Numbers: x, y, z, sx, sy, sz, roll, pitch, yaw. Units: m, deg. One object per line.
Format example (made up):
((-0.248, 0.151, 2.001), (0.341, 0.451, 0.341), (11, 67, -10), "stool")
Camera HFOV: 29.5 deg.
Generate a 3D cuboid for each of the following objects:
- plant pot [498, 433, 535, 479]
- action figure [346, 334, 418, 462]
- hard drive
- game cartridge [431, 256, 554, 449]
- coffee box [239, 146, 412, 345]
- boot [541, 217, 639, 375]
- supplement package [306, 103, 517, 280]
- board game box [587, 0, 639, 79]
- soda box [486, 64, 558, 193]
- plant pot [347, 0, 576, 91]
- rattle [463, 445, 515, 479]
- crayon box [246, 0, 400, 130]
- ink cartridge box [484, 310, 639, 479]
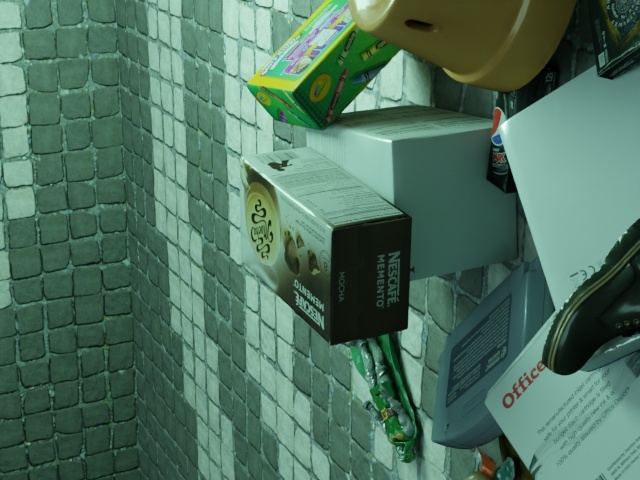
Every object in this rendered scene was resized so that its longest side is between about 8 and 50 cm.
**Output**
((0.299, 0.324, 1.634), (0.236, 0.032, 0.236), (159, 90, -78), "plant pot")
((0.112, 0.266, 2.060), (0.137, 0.063, 0.232), (-48, 59, 55), "action figure")
((0.331, -0.040, 1.361), (0.210, 0.040, 0.318), (-32, 58, 34), "hard drive")
((0.236, 0.172, 1.671), (0.297, 0.062, 0.198), (125, 155, -57), "game cartridge")
((0.000, 0.000, 1.659), (0.297, 0.119, 0.168), (40, 134, 54), "coffee box")
((0.330, 0.088, 1.251), (0.137, 0.077, 0.198), (44, 110, 36), "boot")
((0.126, -0.076, 1.741), (0.263, 0.198, 0.199), (24, 121, 61), "supplement package")
((0.344, -0.289, 1.346), (0.126, 0.026, 0.186), (-37, 51, 56), "board game box")
((0.262, -0.149, 1.591), (0.053, 0.060, 0.169), (-133, 42, -56), "soda box")
((0.161, -0.339, 1.498), (0.291, 0.203, 0.291), (-175, 90, -69), "plant pot")
((0.255, 0.366, 1.740), (0.130, 0.143, 0.199), (5, 104, 40), "rattle")
((0.036, -0.291, 1.786), (0.081, 0.278, 0.165), (48, 168, -26), "crayon box")
((0.350, 0.222, 1.388), (0.211, 0.121, 0.289), (-54, 45, 25), "ink cartridge box")
